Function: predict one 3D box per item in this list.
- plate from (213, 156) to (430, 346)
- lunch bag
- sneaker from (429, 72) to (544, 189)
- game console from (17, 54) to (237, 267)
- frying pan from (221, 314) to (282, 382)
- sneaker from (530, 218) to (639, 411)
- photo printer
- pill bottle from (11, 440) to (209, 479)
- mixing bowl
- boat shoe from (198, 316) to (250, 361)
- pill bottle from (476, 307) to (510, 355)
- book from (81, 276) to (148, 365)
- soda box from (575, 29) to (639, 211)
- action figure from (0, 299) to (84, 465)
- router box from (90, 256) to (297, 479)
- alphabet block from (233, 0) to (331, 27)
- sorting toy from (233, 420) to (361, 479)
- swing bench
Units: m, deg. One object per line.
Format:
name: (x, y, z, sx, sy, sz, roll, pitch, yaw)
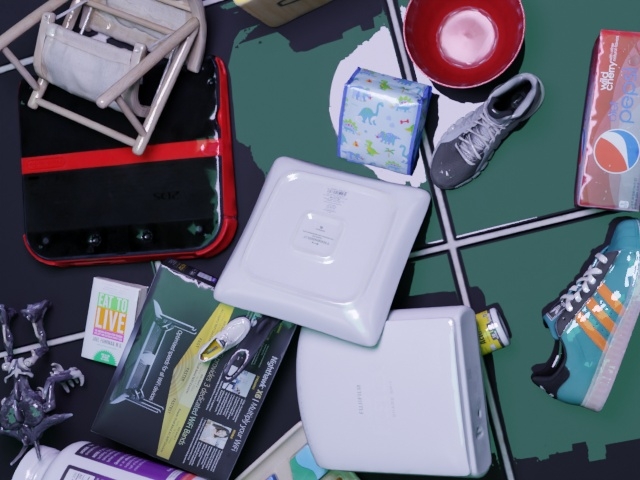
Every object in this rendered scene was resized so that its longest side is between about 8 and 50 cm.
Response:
plate: (0.000, 0.000, 1.381, 0.277, 0.045, 0.277, 15, 67, 20)
lunch bag: (0.098, -0.183, 1.404, 0.129, 0.096, 0.151, 17, 125, 12)
sneaker: (0.245, -0.173, 1.349, 0.086, 0.132, 0.228, 43, 100, 8)
game console: (-0.338, -0.131, 1.530, 0.387, 0.060, 0.341, -4, 86, 12)
frying pan: (-0.024, 0.089, 1.406, 0.197, 0.053, 0.326, 10, 69, 5)
sneaker: (0.406, 0.104, 1.337, 0.121, 0.108, 0.302, 16, 97, 7)
photo printer: (0.100, 0.235, 1.378, 0.308, 0.107, 0.255, -6, 90, 32)
pill bottle: (-0.346, 0.447, 1.484, 0.323, 0.181, 0.181, 14, 95, 12)
mixing bowl: (0.224, -0.320, 1.365, 0.182, 0.098, 0.181, 1, 93, 14)
boat shoe: (-0.153, 0.158, 1.401, 0.100, 0.035, 0.035, -35, 96, 5)
pill bottle: (0.234, 0.156, 1.399, 0.116, 0.065, 0.065, -25, 87, 15)
book: (-0.362, 0.143, 1.555, 0.096, 0.035, 0.144, 11, 96, 16)
soda box: (0.444, -0.176, 1.329, 0.092, 0.083, 0.263, 7, 93, 12)
action figure: (-0.497, 0.246, 1.535, 0.164, 0.141, 0.275, -13, 73, 10)
router box: (-0.205, 0.216, 1.469, 0.243, 0.081, 0.308, 24, 97, -2)
alphabet block: (-0.053, -0.466, 1.372, 0.194, 0.197, 0.192, -25, 86, 13)
sorting toy: (-0.026, 0.436, 1.484, 0.193, 0.038, 0.208, -44, 83, 11)
swing bench: (-0.347, -0.316, 1.436, 0.253, 0.165, 0.254, 25, 73, 21)
